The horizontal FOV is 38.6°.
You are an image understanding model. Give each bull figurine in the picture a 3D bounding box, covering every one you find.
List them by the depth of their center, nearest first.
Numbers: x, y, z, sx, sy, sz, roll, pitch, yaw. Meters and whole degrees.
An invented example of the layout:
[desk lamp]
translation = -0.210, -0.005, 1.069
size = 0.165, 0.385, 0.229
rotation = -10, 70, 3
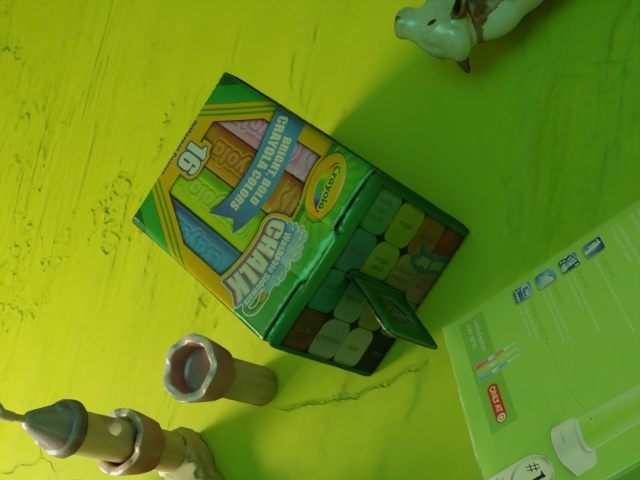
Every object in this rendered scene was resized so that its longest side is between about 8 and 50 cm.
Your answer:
[bull figurine]
translation = 0.197, -0.302, 0.874
size = 0.310, 0.101, 0.188
rotation = -33, 56, 22

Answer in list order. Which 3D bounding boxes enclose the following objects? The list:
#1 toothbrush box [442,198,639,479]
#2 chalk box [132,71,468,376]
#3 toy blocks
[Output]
[toothbrush box]
translation = 0.247, 0.086, 0.642
size = 0.283, 0.122, 0.206
rotation = -38, 31, 19
[chalk box]
translation = 0.000, 0.000, 0.856
size = 0.289, 0.180, 0.179
rotation = 36, 96, 37
[toy blocks]
translation = -0.166, 0.274, 0.820
size = 0.309, 0.260, 0.289
rotation = -44, 55, 14
